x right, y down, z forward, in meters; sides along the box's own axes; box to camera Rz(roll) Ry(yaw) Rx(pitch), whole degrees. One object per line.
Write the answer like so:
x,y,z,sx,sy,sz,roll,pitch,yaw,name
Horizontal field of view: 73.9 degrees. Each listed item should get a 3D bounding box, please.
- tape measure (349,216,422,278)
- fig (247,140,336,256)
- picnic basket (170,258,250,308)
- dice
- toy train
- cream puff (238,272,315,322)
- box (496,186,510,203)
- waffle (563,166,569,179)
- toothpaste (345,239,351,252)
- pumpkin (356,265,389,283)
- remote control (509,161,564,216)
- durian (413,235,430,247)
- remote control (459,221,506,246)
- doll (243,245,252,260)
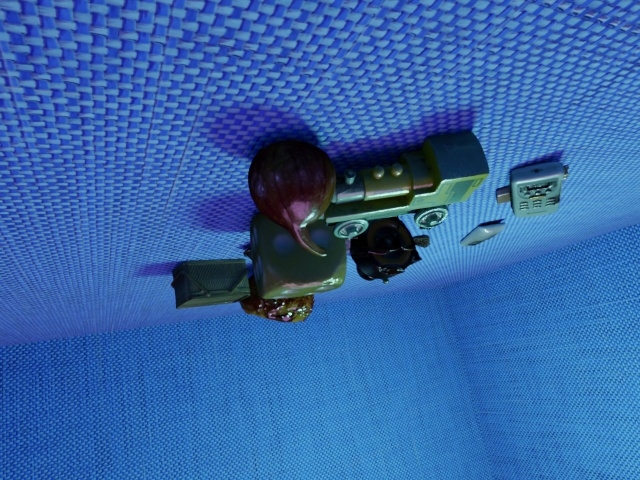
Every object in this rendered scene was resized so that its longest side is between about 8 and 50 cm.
0.205,0.020,1.369,0.223,0.202,0.135,-20,170,-31,tape measure
-0.048,-0.078,0.800,0.175,0.206,0.175,-2,171,0,fig
-0.398,0.157,1.556,0.267,0.139,0.165,-1,162,-36,picnic basket
-0.067,0.037,1.186,0.234,0.226,0.238,-5,166,-14,dice
0.155,-0.115,0.955,0.370,0.150,0.237,-10,157,-7,toy train
-0.175,0.224,1.796,0.351,0.228,0.350,11,176,1,cream puff
0.596,-0.146,1.382,0.048,0.025,0.115,-11,166,21,box
0.752,-0.188,1.344,0.191,0.032,0.125,0,159,-44,waffle
0.062,0.029,1.566,0.301,0.075,0.048,-26,-178,37,toothpaste
0.248,0.100,1.835,0.195,0.149,0.194,-9,-162,3,pumpkin
0.645,-0.141,1.279,0.141,0.056,0.296,-7,158,23,remote control
0.417,-0.003,1.794,0.131,0.052,0.066,0,-160,-28,durian
0.724,-0.017,1.905,0.110,0.054,0.313,-11,166,-1,remote control
-0.192,0.043,1.453,0.139,0.057,0.165,-7,160,-6,doll
